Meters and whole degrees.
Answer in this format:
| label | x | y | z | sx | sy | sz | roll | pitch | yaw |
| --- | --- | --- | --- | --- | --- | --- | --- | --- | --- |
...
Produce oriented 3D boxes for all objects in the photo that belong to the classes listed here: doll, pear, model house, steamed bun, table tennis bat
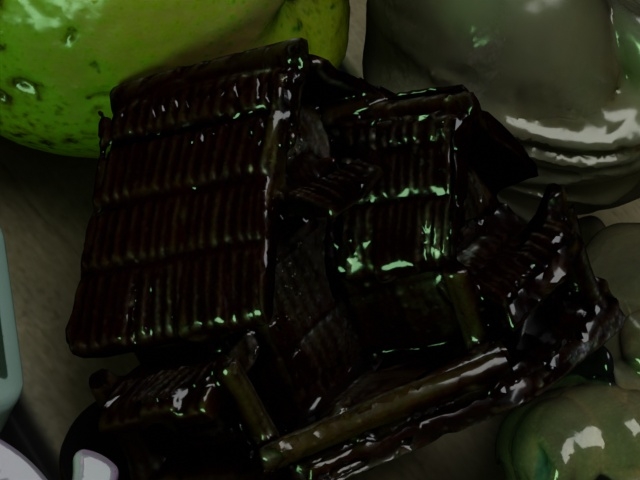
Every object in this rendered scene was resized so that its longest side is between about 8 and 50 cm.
| label | x | y | z | sx | sy | sz | roll | pitch | yaw |
| --- | --- | --- | --- | --- | --- | --- | --- | --- | --- |
| doll | 0.243 | 0.137 | 1.478 | 0.247 | 0.247 | 0.350 | 20 | 64 | -8 |
| pear | -0.140 | -0.240 | 1.484 | 0.391 | 0.391 | 0.391 | 12 | 51 | -15 |
| model house | 0.000 | 0.000 | 1.324 | 0.297 | 0.317 | 0.283 | -45 | 122 | -51 |
| steamed bun | 0.156 | -0.127 | 1.547 | 0.309 | 0.219 | 0.324 | 30 | 7 | -6 |
| table tennis bat | -0.135 | 0.146 | 1.442 | 0.095 | 0.014 | 0.158 | 30 | 50 | 2 |

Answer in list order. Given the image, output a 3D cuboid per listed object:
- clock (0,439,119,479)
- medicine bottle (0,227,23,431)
| label | x | y | z | sx | sy | sz | roll | pitch | yaw |
| --- | --- | --- | --- | --- | --- | --- | --- | --- | --- |
| clock | -0.221 | 0.277 | 1.186 | 0.338 | 0.102 | 0.339 | 3 | 67 | -8 |
| medicine bottle | -0.280 | 0.084 | 1.381 | 0.121 | 0.083 | 0.229 | 5 | 53 | -26 |
